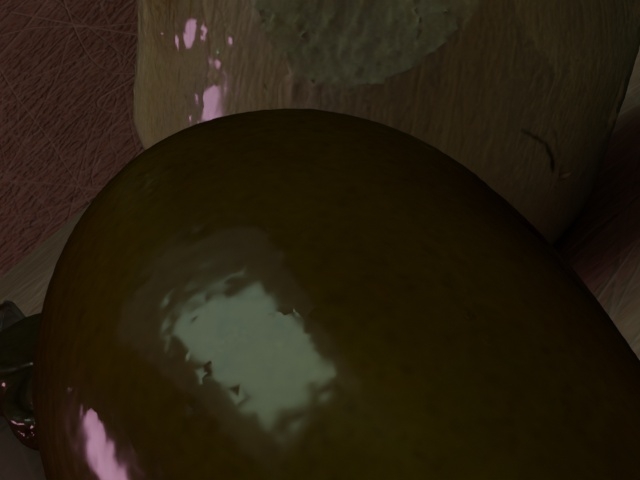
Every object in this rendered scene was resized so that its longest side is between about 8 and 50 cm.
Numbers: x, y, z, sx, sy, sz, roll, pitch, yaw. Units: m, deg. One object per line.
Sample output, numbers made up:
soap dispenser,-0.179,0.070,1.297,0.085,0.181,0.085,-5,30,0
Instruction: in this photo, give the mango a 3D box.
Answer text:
mango,0.020,0.082,0.537,0.221,0.264,0.378,-48,30,0

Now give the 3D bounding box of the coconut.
coconut,0.047,-0.150,0.954,0.346,0.346,0.360,-68,-7,-64

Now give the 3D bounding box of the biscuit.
biscuit,-0.143,0.099,1.047,0.183,0.047,0.320,-29,28,-21

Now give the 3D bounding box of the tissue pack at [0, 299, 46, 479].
tissue pack,-0.291,0.166,1.264,0.124,0.185,0.225,-47,14,-27
